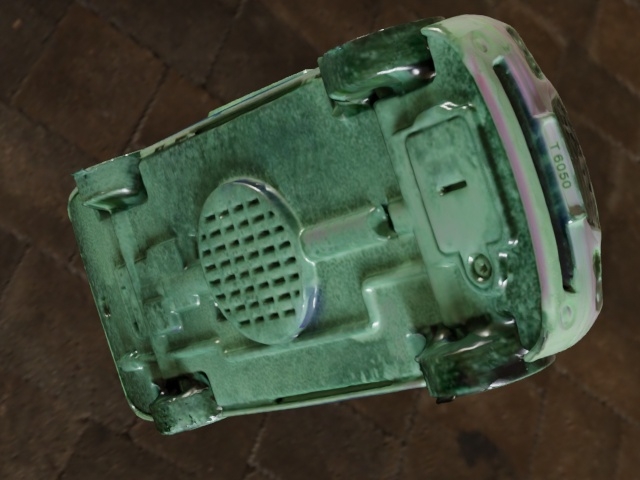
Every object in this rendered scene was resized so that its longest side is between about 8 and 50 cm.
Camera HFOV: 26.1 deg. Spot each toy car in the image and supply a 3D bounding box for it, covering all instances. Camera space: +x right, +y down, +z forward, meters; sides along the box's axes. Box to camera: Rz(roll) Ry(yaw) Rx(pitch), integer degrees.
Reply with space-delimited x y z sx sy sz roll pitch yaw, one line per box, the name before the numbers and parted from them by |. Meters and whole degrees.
toy car | 0.000 0.000 0.406 0.076 0.224 0.090 -17 91 -38
